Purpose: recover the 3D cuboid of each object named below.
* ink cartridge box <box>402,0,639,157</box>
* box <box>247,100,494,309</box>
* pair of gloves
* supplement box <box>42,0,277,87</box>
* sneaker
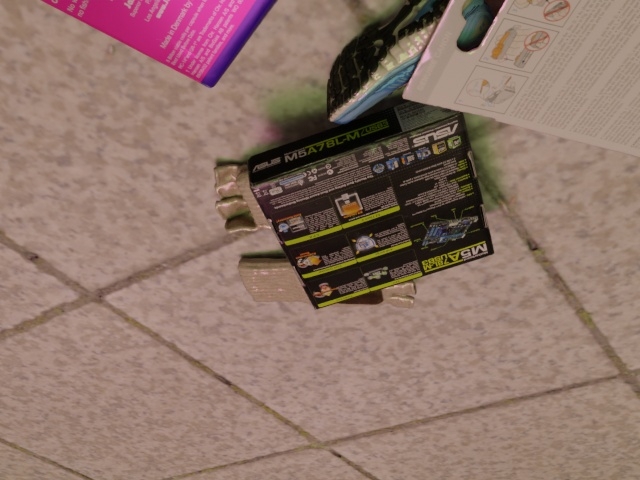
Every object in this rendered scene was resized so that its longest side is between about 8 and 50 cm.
[{"bbox_3d":[0.200,-0.159,0.528,0.232,0.066,0.189,14,141,-10],"label":"ink cartridge box"},{"bbox_3d":[0.053,-0.029,0.672,0.191,0.045,0.184,-19,137,8],"label":"box"},{"bbox_3d":[0.000,0.000,0.761,0.204,0.042,0.240,-1,140,7],"label":"pair of gloves"},{"bbox_3d":[-0.132,-0.212,0.455,0.220,0.111,0.114,26,137,-23],"label":"supplement box"},{"bbox_3d":[0.069,-0.134,0.573,0.073,0.063,0.162,29,136,-34],"label":"sneaker"}]
